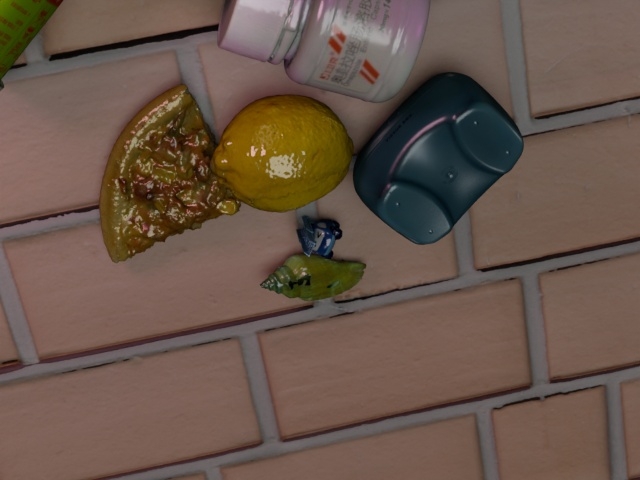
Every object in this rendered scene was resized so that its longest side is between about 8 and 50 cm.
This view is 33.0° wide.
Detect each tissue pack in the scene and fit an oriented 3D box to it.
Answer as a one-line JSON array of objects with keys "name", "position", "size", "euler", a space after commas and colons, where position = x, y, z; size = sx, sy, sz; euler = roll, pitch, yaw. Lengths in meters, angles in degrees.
[{"name": "tissue pack", "position": [0.199, -0.152, 1.907], "size": [0.198, 0.206, 0.287], "euler": [35, 105, -29]}]

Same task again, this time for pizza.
[{"name": "pizza", "position": [-0.302, -0.113, 1.912], "size": [0.268, 0.087, 0.258], "euler": [-23, 111, 4]}]

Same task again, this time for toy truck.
[{"name": "toy truck", "position": [0.000, 0.000, 1.969], "size": [0.074, 0.136, 0.063], "euler": [20, 107, -16]}]

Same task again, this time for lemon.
[{"name": "lemon", "position": [-0.064, -0.150, 1.867], "size": [0.260, 0.204, 0.204], "euler": [-12, 114, -14]}]

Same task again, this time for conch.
[{"name": "conch", "position": [-0.019, 0.071, 2.036], "size": [0.200, 0.079, 0.095], "euler": [9, 130, -21]}]

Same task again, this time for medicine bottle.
[{"name": "medicine bottle", "position": [0.002, -0.370, 1.758], "size": [0.301, 0.241, 0.241], "euler": [13, 110, -13]}]

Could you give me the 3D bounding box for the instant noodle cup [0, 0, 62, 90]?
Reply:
[{"name": "instant noodle cup", "position": [-0.513, -0.421, 1.655], "size": [0.308, 0.294, 0.294], "euler": [-45, 111, 3]}]
